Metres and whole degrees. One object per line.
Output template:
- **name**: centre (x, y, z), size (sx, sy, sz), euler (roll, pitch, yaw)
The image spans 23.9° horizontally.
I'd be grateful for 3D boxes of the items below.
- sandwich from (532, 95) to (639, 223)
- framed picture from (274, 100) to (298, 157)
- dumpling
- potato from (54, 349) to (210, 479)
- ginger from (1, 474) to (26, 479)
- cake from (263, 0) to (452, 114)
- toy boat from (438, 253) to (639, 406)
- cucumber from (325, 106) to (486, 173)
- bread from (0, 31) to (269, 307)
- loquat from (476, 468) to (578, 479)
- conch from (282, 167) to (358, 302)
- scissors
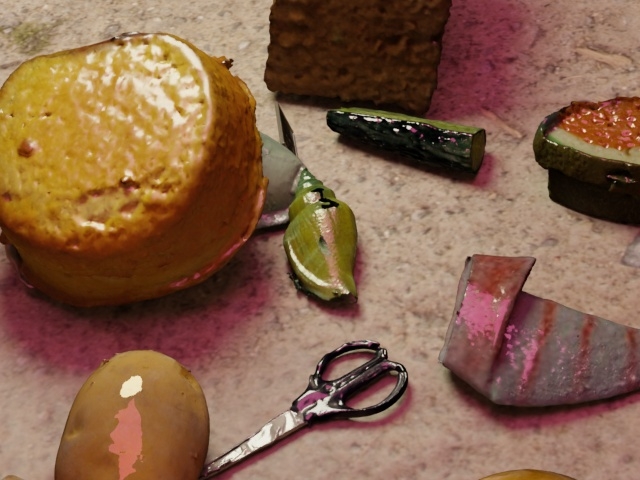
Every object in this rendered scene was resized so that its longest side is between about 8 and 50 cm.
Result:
- **sandwich**: centre (0.418, -0.111, 1.978), size (0.292, 0.109, 0.212), euler (-3, 39, -4)
- **framed picture**: centre (-0.044, -0.138, 2.043), size (0.007, 0.066, 0.089), euler (-20, 44, 10)
- **dumpling**: centre (-0.121, -0.095, 1.963), size (0.217, 0.105, 0.149), euler (34, 38, 5)
- **potato**: centre (-0.209, 0.224, 1.649), size (0.150, 0.146, 0.234), euler (-21, 38, 29)
- **ginger**: centre (-0.299, 0.354, 1.526), size (0.221, 0.130, 0.275), euler (-5, 44, -17)
- **cake**: centre (0.069, -0.363, 2.124), size (0.256, 0.282, 0.290), euler (13, 43, 5)
- **toy boat**: centre (0.290, 0.124, 1.778), size (0.282, 0.096, 0.206), euler (17, 54, 1)
- **cucumber**: centre (0.114, -0.137, 2.046), size (0.211, 0.062, 0.078), euler (11, 13, 20)
- **bread**: centre (-0.254, -0.100, 1.850), size (0.358, 0.204, 0.337), euler (-14, 62, 12)
- **loquat**: centre (0.205, 0.334, 1.483), size (0.238, 0.193, 0.238), euler (-16, 28, 9)
- **conch**: centre (0.000, -0.004, 1.909), size (0.095, 0.079, 0.200), euler (-12, 52, 16)
- **scissors**: centre (-0.034, 0.205, 1.734), size (0.300, 0.022, 0.109), euler (-28, 47, -23)
